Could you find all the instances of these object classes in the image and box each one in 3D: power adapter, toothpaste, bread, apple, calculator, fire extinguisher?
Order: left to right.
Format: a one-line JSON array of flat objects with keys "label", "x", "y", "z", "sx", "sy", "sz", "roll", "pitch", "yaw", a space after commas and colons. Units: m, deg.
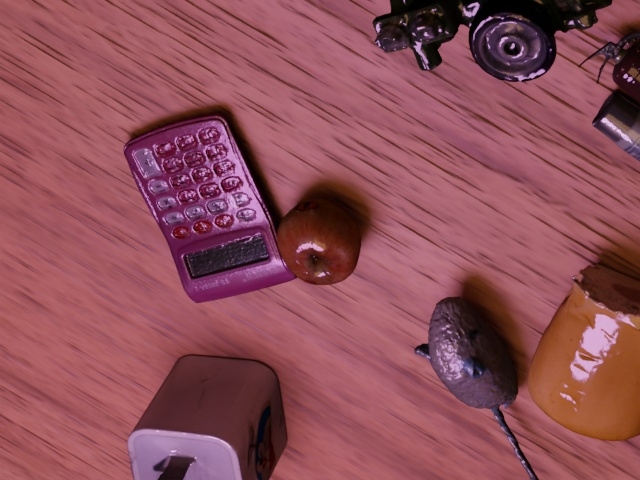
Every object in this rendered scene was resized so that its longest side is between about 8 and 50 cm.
[{"label": "power adapter", "x": -0.126, "y": 0.230, "z": 1.601, "sx": 0.125, "sy": 0.205, "sz": 0.130, "roll": 4, "pitch": 124, "yaw": 17}, {"label": "calculator", "x": -0.107, "y": -0.031, "z": 1.536, "sx": 0.126, "sy": 0.034, "sz": 0.190, "roll": -13, "pitch": 110, "yaw": 27}, {"label": "apple", "x": 0.000, "y": 0.000, "z": 1.494, "sx": 0.084, "sy": 0.071, "sz": 0.084, "roll": 9, "pitch": 131, "yaw": 10}, {"label": "bread", "x": 0.271, "y": 0.112, "z": 1.456, "sx": 0.134, "sy": 0.085, "sz": 0.173, "roll": 21, "pitch": 125, "yaw": 7}, {"label": "fire extinguisher", "x": 0.301, "y": -0.124, "z": 1.324, "sx": 0.158, "sy": 0.043, "sz": 0.064, "roll": 37, "pitch": 103, "yaw": -6}, {"label": "toothpaste", "x": 0.343, "y": -0.047, "z": 1.357, "sx": 0.239, "sy": 0.039, "sz": 0.062, "roll": 35, "pitch": 167, "yaw": -3}]

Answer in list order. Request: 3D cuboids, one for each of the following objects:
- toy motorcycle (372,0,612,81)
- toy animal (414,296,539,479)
[{"label": "toy motorcycle", "x": 0.108, "y": -0.256, "z": 1.260, "sx": 0.205, "sy": 0.127, "sz": 0.275, "roll": -12, "pitch": 119, "yaw": 29}, {"label": "toy animal", "x": 0.168, "y": 0.162, "z": 1.529, "sx": 0.070, "sy": 0.079, "sz": 0.253, "roll": -4, "pitch": 120, "yaw": 47}]
